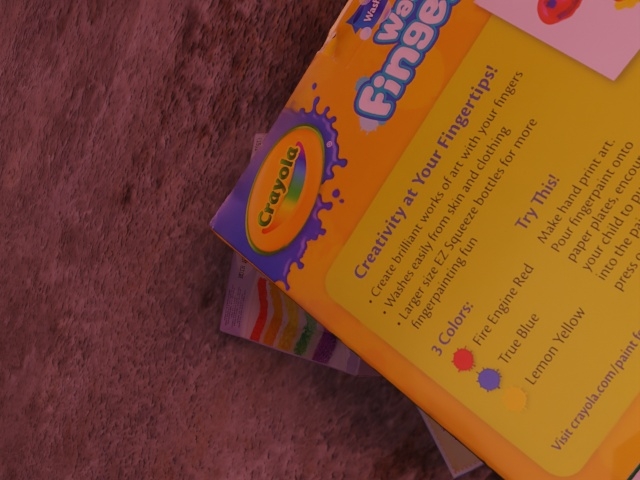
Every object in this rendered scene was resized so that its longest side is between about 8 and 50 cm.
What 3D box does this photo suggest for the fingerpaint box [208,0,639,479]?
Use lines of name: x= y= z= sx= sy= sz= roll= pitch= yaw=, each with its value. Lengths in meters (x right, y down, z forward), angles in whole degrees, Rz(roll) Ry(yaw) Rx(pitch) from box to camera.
fingerpaint box: x=0.183 y=-0.086 z=0.528 sx=0.371 sy=0.163 sz=0.444 roll=37 pitch=99 yaw=30

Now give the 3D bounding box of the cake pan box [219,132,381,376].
cake pan box: x=0.000 y=0.000 z=0.782 sx=0.246 sy=0.070 sz=0.266 roll=10 pitch=88 yaw=45

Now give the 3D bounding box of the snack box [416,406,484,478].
snack box: x=0.211 y=0.077 z=0.655 sx=0.322 sy=0.060 sz=0.187 roll=-41 pitch=65 yaw=33

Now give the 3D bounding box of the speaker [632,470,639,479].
speaker: x=0.260 y=0.223 z=0.627 sx=0.136 sy=0.055 sz=0.055 roll=-31 pitch=73 yaw=37
